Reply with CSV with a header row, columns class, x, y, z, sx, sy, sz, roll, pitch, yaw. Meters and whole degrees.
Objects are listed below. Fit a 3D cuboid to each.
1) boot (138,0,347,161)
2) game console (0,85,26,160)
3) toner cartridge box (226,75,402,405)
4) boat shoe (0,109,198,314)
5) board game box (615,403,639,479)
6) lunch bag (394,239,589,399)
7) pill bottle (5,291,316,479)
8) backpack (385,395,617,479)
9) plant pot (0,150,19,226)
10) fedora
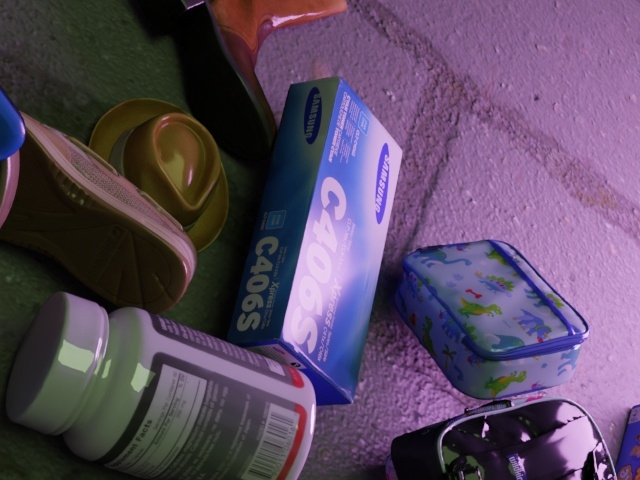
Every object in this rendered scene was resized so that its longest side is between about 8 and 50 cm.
class,x,y,z,sx,sy,sz,roll,pitch,yaw
boot,-0.066,-0.250,1.745,0.280,0.096,0.264,-31,85,-47
game console,-0.453,-0.142,1.293,0.250,0.293,0.173,58,4,-29
toner cartridge box,0.000,0.000,1.634,0.165,0.075,0.348,46,47,-46
boat shoe,-0.279,-0.050,1.489,0.341,0.121,0.110,39,19,-6
board game box,0.472,0.408,1.832,0.233,0.078,0.347,36,55,-18
lunch bag,0.204,0.087,1.701,0.176,0.090,0.219,-6,37,-26
pill bottle,-0.161,0.163,1.440,0.283,0.161,0.161,24,59,-25
backpack,0.213,0.294,1.626,0.253,0.191,0.225,-14,84,-30
plant pot,-0.389,-0.088,1.380,0.237,0.237,0.110,58,17,-2
fedora,-0.167,-0.079,1.587,0.194,0.079,0.194,13,65,-30
